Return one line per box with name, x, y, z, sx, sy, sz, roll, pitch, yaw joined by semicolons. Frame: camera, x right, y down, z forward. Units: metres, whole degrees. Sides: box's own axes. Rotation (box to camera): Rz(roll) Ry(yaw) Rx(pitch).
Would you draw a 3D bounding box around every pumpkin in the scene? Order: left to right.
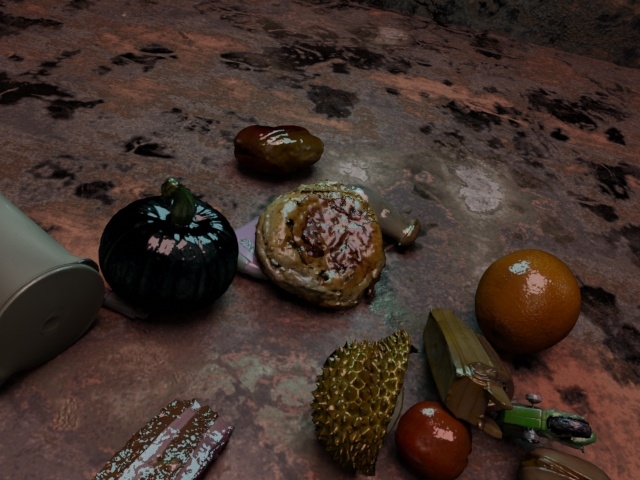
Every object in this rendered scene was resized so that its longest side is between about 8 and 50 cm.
pumpkin;-0.264;-0.003;0.882;0.247;0.248;0.248;7;44;-6

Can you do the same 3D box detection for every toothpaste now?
toothpaste;-0.390;0.105;0.897;0.169;0.028;0.045;22;51;13

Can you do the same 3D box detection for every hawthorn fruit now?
hawthorn fruit;0.176;0.308;0.762;0.127;0.128;0.128;7;44;-6

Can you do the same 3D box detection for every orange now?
orange;0.396;0.120;0.948;0.205;0.206;0.206;7;44;-6

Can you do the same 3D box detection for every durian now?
durian;0.066;0.224;0.767;0.137;0.194;0.237;19;36;19

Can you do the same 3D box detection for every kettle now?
kettle;-0.554;0.060;0.783;0.317;0.205;0.265;32;44;16

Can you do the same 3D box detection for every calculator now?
calculator;-0.096;-0.002;1.064;0.141;0.045;0.246;38;48;24

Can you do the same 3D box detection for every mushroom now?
mushroom;0.123;-0.059;1.149;0.225;0.093;0.116;22;60;-3

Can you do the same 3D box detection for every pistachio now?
pistachio;0.376;0.376;0.739;0.149;0.113;0.113;26;45;11

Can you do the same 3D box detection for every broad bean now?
broad bean;-0.105;-0.232;1.244;0.228;0.122;0.156;-2;20;-23

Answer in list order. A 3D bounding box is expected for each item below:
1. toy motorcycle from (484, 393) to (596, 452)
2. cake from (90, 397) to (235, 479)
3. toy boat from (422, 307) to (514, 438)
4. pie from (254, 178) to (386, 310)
toy motorcycle;0.338;0.298;0.798;0.190;0.106;0.074;-2;60;35
cake;-0.236;0.339;0.668;0.115;0.113;0.295;26;32;12
toy boat;0.248;0.208;0.825;0.115;0.090;0.310;14;15;-1
pie;0.000;0.001;0.998;0.307;0.085;0.309;10;61;-18
